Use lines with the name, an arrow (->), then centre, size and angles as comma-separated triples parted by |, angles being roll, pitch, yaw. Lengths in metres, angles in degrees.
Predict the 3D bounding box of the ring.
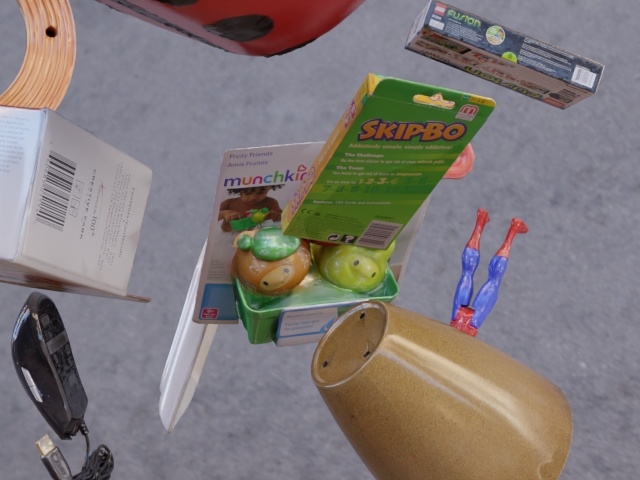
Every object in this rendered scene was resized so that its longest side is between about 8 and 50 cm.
ring -> -0.449, -0.240, 1.383 | 0.032, 0.337, 0.336 | -32, 41, 60

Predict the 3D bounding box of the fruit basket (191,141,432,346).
fruit basket -> 0.000, 0.000, 1.689 | 0.353, 0.327, 0.165 | 110, 148, -49

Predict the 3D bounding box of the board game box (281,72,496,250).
board game box -> 0.062, -0.077, 1.205 | 0.259, 0.124, 0.039 | 127, 146, -51

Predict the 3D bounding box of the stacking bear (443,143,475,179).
stacking bear -> 0.093, -0.132, 1.973 | 0.175, 0.164, 0.289 | -30, 5, -21

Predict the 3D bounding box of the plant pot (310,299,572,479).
plant pot -> 0.118, 0.185, 1.381 | 0.237, 0.254, 0.237 | -36, 28, 23

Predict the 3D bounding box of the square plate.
square plate -> -0.194, 0.114, 2.009 | 0.049, 0.347, 0.344 | 17, 97, -1

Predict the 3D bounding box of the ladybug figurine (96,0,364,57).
ladybug figurine -> -0.115, -0.246, 0.864 | 0.305, 0.449, 0.162 | 20, 92, 39

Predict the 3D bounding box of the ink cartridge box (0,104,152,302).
ink cartridge box -> -0.329, -0.037, 1.098 | 0.309, 0.272, 0.130 | 8, 81, 17

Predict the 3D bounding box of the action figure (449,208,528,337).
action figure -> 0.221, 0.111, 1.727 | 0.091, 0.139, 0.280 | 17, 75, 24

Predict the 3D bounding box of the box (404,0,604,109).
box -> 0.205, -0.209, 1.372 | 0.114, 0.207, 0.036 | 158, 132, -83

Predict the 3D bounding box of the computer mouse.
computer mouse -> -0.332, 0.201, 1.452 | 0.060, 0.262, 0.184 | -17, 11, 6
